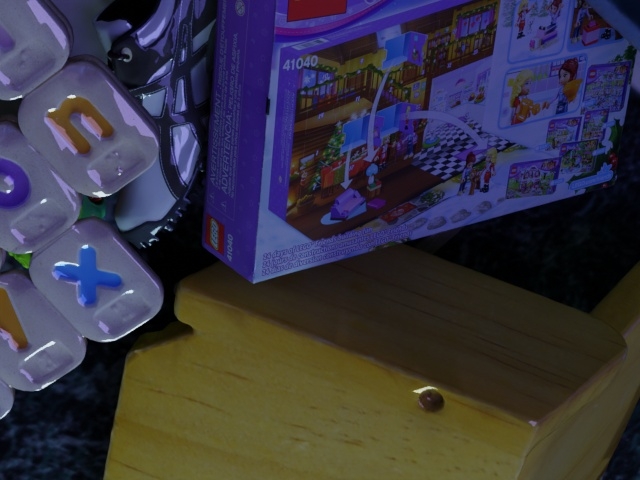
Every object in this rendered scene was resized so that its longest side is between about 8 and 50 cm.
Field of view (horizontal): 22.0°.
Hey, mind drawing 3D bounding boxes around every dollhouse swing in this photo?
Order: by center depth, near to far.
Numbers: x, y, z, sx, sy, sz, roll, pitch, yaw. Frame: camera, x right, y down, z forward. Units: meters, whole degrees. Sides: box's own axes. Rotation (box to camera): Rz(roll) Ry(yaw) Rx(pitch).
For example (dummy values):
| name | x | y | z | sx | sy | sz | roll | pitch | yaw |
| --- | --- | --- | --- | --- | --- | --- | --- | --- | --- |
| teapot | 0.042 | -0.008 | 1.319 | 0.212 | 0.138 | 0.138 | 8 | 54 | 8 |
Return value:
| name | x | y | z | sx | sy | sz | roll | pitch | yaw |
| --- | --- | --- | --- | --- | --- | --- | --- | --- | --- |
| dollhouse swing | 0.055 | 0.125 | 1.144 | 0.315 | 0.305 | 0.346 | 21 | 128 | 8 |

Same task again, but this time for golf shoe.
| name | x | y | z | sx | sy | sz | roll | pitch | yaw |
| --- | --- | --- | --- | --- | --- | --- | --- | --- | --- |
| golf shoe | -0.095 | -0.093 | 0.946 | 0.094 | 0.077 | 0.198 | 16 | 107 | -22 |

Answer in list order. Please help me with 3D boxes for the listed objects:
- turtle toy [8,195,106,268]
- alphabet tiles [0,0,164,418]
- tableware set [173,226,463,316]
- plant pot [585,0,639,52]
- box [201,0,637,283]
| name | x | y | z | sx | sy | sz | roll | pitch | yaw |
| --- | --- | --- | --- | --- | --- | --- | --- | --- | --- |
| turtle toy | -0.156 | -0.036 | 0.945 | 0.066 | 0.095 | 0.130 | -25 | 134 | -36 |
| alphabet tiles | -0.229 | -0.025 | 0.884 | 0.284 | 0.021 | 0.278 | -34 | 112 | 20 |
| tableware set | 0.000 | 0.000 | 1.072 | 0.194 | 0.039 | 0.128 | -42 | 137 | 11 |
| plant pot | 0.352 | -0.175 | 0.930 | 0.252 | 0.248 | 0.247 | -23 | 154 | -47 |
| box | 0.070 | -0.105 | 0.963 | 0.293 | 0.057 | 0.200 | -14 | 123 | -35 |
